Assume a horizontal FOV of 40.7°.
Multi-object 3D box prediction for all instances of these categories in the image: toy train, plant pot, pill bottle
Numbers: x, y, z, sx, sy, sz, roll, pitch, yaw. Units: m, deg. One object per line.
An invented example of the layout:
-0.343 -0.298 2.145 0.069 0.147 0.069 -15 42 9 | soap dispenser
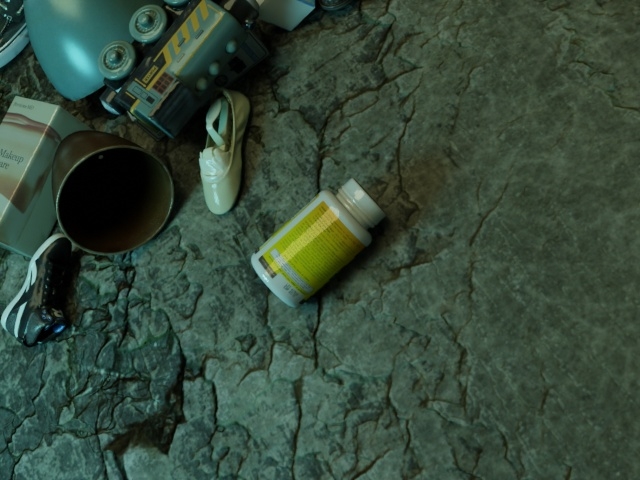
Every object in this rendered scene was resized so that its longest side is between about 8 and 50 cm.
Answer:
-0.255 -0.345 1.571 0.190 0.142 0.334 37 86 22 | toy train
-0.420 -0.119 1.629 0.215 0.215 0.230 -49 41 0 | plant pot
-0.476 -0.451 1.731 0.290 0.195 0.290 -29 33 21 | plant pot
0.000 0.000 1.393 0.215 0.117 0.117 -42 56 6 | pill bottle

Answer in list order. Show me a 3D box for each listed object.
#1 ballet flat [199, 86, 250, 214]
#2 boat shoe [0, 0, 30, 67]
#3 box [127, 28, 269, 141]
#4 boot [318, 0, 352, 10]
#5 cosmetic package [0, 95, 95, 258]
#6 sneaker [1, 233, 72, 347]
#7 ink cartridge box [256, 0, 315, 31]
-0.187 -0.173 1.588 0.086 0.086 0.248 -6 66 25 | ballet flat
-0.715 -0.559 2.012 0.121 0.119 0.335 27 82 34 | boat shoe
-0.264 -0.351 1.704 0.290 0.087 0.169 -36 57 10 | box
0.011 -0.584 1.577 0.091 0.229 0.263 4 71 26 | boot
-0.600 -0.129 1.755 0.153 0.129 0.296 14 75 33 | cosmetic package
-0.509 0.104 1.642 0.121 0.079 0.217 31 93 31 | sneaker
-0.071 -0.494 1.648 0.090 0.092 0.143 -34 49 49 | ink cartridge box
